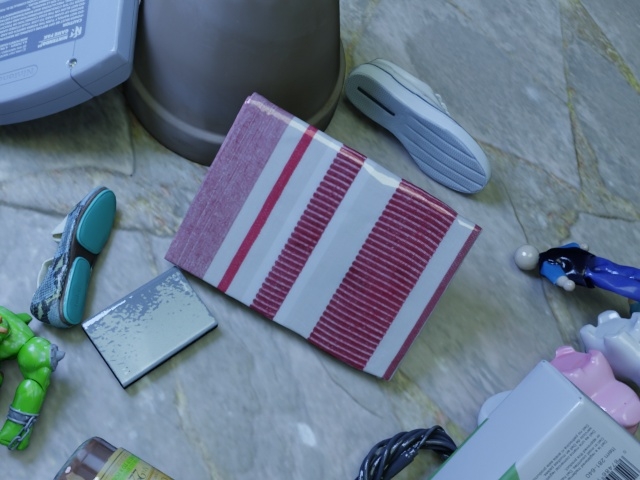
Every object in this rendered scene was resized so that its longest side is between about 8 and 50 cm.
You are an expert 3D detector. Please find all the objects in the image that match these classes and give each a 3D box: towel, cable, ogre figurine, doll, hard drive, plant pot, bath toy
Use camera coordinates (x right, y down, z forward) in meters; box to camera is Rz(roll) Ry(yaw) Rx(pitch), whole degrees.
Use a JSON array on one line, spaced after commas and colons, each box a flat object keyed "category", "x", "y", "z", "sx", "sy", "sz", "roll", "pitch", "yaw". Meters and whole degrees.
[{"category": "towel", "x": 0.000, "y": 0.000, "z": 0.874, "sx": 0.329, "sy": 0.037, "sz": 0.237, "roll": 30, "pitch": 99, "yaw": 0}, {"category": "cable", "x": 0.110, "y": 0.307, "z": 0.834, "sx": 0.150, "sy": 0.047, "sz": 0.184, "roll": 19, "pitch": 66, "yaw": 1}, {"category": "ogre figurine", "x": -0.374, "y": 0.126, "z": 0.772, "sx": 0.197, "sy": 0.097, "sz": 0.118, "roll": 35, "pitch": 81, "yaw": 20}, {"category": "doll", "x": 0.358, "y": 0.041, "z": 0.963, "sx": 0.189, "sy": 0.046, "sz": 0.129, "roll": 17, "pitch": 33, "yaw": 28}, {"category": "hard drive", "x": -0.207, "y": 0.104, "z": 0.856, "sx": 0.135, "sy": 0.022, "sz": 0.094, "roll": -34, "pitch": 77, "yaw": -24}, {"category": "plant pot", "x": -0.102, "y": -0.298, "z": 0.917, "sx": 0.323, "sy": 0.280, "sz": 0.323, "roll": 4, "pitch": 66, "yaw": -10}, {"category": "bath toy", "x": 0.361, "y": 0.198, "z": 0.895, "sx": 0.348, "sy": 0.151, "sz": 0.129, "roll": -27, "pitch": 103, "yaw": -19}]

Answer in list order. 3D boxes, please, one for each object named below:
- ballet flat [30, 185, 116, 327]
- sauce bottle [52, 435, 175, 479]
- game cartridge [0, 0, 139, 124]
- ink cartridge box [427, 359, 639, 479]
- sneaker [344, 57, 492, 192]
[{"category": "ballet flat", "x": -0.306, "y": 0.014, "z": 0.854, "sx": 0.070, "sy": 0.070, "sz": 0.188, "roll": 14, "pitch": 60, "yaw": -7}, {"category": "sauce bottle", "x": -0.122, "y": 0.332, "z": 0.728, "sx": 0.344, "sy": 0.111, "sz": 0.111, "roll": 30, "pitch": 63, "yaw": -1}, {"category": "game cartridge", "x": -0.364, "y": -0.247, "z": 0.885, "sx": 0.297, "sy": 0.062, "sz": 0.198, "roll": -9, "pitch": 70, "yaw": 18}, {"category": "ink cartridge box", "x": 0.289, "y": 0.302, "z": 0.759, "sx": 0.278, "sy": 0.117, "sz": 0.201, "roll": 41, "pitch": 97, "yaw": -8}, {"category": "sneaker", "x": 0.157, "y": -0.179, "z": 1.030, "sx": 0.258, "sy": 0.094, "sz": 0.091, "roll": 43, "pitch": 51, "yaw": 1}]
